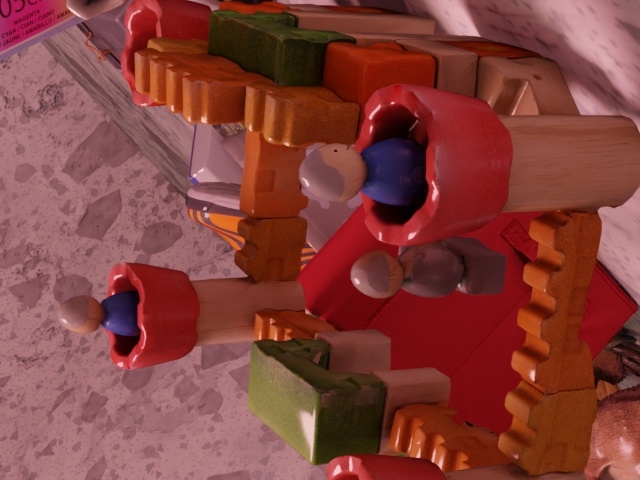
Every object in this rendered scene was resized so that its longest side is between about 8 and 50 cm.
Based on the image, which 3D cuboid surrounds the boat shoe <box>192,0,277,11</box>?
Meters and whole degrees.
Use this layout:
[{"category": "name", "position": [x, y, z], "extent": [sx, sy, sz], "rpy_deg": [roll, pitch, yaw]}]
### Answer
[{"category": "boat shoe", "position": [-0.099, -0.250, 1.038], "extent": [0.070, 0.077, 0.219], "rpy_deg": [-7, 140, 47]}]

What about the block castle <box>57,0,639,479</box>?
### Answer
[{"category": "block castle", "position": [-0.016, 0.004, 0.915], "extent": [0.213, 0.303, 0.453], "rpy_deg": [-2, -163, -28]}]

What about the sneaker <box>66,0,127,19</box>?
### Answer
[{"category": "sneaker", "position": [-0.119, -0.226, 0.956], "extent": [0.070, 0.084, 0.185], "rpy_deg": [31, 135, -7]}]

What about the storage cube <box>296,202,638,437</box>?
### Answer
[{"category": "storage cube", "position": [0.115, 0.053, 1.196], "extent": [0.183, 0.193, 0.215], "rpy_deg": [46, 172, -21]}]

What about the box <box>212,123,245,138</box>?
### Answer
[{"category": "box", "position": [-0.093, -0.158, 1.679], "extent": [0.270, 0.060, 0.216], "rpy_deg": [46, 172, -24]}]

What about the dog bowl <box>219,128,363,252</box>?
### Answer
[{"category": "dog bowl", "position": [0.046, -0.007, 1.447], "extent": [0.349, 0.102, 0.349], "rpy_deg": [49, -179, -1]}]

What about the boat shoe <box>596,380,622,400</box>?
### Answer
[{"category": "boat shoe", "position": [0.250, 0.150, 1.466], "extent": [0.096, 0.098, 0.277], "rpy_deg": [44, -179, -32]}]

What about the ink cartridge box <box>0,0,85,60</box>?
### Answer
[{"category": "ink cartridge box", "position": [-0.307, -0.350, 0.971], "extent": [0.270, 0.151, 0.395], "rpy_deg": [40, 148, 29]}]

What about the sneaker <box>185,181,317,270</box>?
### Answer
[{"category": "sneaker", "position": [-0.044, 0.043, 1.698], "extent": [0.321, 0.180, 0.125], "rpy_deg": [18, -175, -36]}]

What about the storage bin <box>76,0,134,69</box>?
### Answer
[{"category": "storage bin", "position": [-0.245, -0.271, 1.763], "extent": [0.091, 0.098, 0.135], "rpy_deg": [22, 160, 44]}]

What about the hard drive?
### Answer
[{"category": "hard drive", "position": [-0.072, -0.038, 2.078], "extent": [0.318, 0.040, 0.210], "rpy_deg": [46, -162, -22]}]

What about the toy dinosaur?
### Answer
[{"category": "toy dinosaur", "position": [0.295, 0.169, 1.235], "extent": [0.296, 0.200, 0.127], "rpy_deg": [7, 179, 39]}]

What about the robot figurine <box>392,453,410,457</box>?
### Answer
[{"category": "robot figurine", "position": [0.042, 0.154, 1.138], "extent": [0.101, 0.067, 0.115], "rpy_deg": [42, 173, 3]}]
